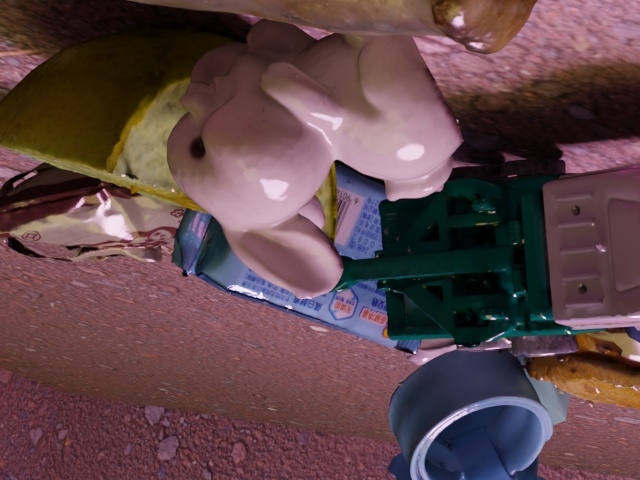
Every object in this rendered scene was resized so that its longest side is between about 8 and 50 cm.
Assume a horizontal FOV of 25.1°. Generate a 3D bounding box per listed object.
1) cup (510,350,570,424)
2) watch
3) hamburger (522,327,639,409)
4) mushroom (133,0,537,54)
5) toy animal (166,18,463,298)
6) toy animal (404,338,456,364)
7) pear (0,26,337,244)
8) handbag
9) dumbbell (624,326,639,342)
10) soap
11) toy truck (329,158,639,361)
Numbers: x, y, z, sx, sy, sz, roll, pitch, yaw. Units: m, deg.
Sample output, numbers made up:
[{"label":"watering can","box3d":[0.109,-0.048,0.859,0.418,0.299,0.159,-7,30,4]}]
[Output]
[{"label":"cup","box3d":[0.235,0.145,1.803,0.134,0.148,0.236,3,156,19]},{"label":"watch","box3d":[0.162,0.222,1.629,0.211,0.211,0.193,5,139,25]},{"label":"hamburger","box3d":[0.360,0.118,1.577,0.265,0.134,0.285,3,170,22]},{"label":"mushroom","box3d":[-0.021,-0.173,0.879,0.312,0.081,0.100,11,163,21]},{"label":"toy animal","box3d":[0.002,-0.070,0.996,0.193,0.127,0.178,-34,126,10]},{"label":"toy animal","box3d":[0.133,0.067,1.593,0.131,0.104,0.221,-17,165,-4]},{"label":"pear","box3d":[-0.140,-0.094,1.154,0.239,0.139,0.288,5,172,38]},{"label":"handbag","box3d":[-0.189,-0.037,1.418,0.235,0.127,0.213,-12,177,9]},{"label":"dumbbell","box3d":[0.411,0.031,1.170,0.325,0.144,0.160,1,164,40]},{"label":"soap","box3d":[0.000,0.000,1.352,0.293,0.156,0.077,24,180,-40]},{"label":"toy truck","box3d":[0.171,0.016,1.160,0.363,0.176,0.178,-6,177,43]}]
